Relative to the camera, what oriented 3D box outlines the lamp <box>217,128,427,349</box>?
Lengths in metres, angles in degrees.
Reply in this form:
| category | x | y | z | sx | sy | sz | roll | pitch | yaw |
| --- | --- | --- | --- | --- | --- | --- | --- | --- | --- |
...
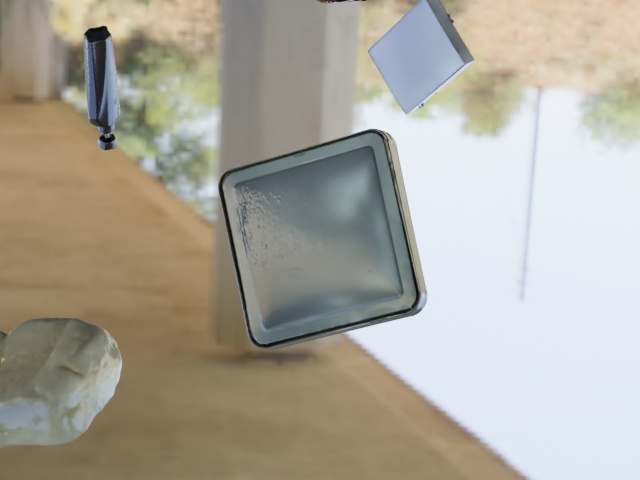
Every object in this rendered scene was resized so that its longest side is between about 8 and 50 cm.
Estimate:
| category | x | y | z | sx | sy | sz | roll | pitch | yaw |
| --- | --- | --- | --- | --- | --- | --- | --- | --- | --- |
| lamp | 0.000 | 0.000 | 2.113 | 0.269 | 0.266 | 0.047 | -15 | 170 | 20 |

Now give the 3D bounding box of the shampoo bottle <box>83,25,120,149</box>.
| category | x | y | z | sx | sy | sz | roll | pitch | yaw |
| --- | --- | --- | --- | --- | --- | --- | --- | --- | --- |
| shampoo bottle | -0.220 | -0.151 | 1.522 | 0.027 | 0.137 | 0.048 | 16 | -138 | 17 |

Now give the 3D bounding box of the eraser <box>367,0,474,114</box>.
| category | x | y | z | sx | sy | sz | roll | pitch | yaw |
| --- | --- | --- | --- | --- | --- | --- | --- | --- | --- |
| eraser | 0.129 | -0.238 | 1.941 | 0.023 | 0.104 | 0.150 | -26 | 173 | -35 |

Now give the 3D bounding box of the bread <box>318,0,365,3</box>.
| category | x | y | z | sx | sy | sz | roll | pitch | yaw |
| --- | --- | --- | --- | --- | --- | --- | --- | --- | --- |
| bread | 0.052 | -0.323 | 1.695 | 0.139 | 0.095 | 0.269 | -23 | -173 | 20 |

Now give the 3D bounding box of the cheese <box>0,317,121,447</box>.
| category | x | y | z | sx | sy | sz | roll | pitch | yaw |
| --- | --- | --- | --- | --- | --- | --- | --- | --- | --- |
| cheese | -0.357 | 0.174 | 1.767 | 0.263 | 0.093 | 0.159 | -12 | -141 | 27 |
